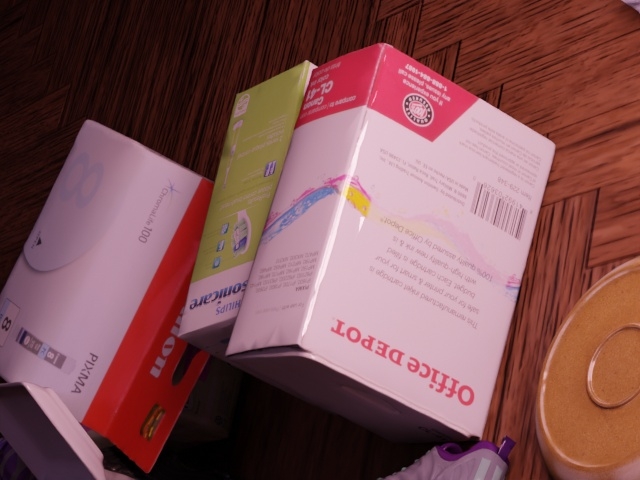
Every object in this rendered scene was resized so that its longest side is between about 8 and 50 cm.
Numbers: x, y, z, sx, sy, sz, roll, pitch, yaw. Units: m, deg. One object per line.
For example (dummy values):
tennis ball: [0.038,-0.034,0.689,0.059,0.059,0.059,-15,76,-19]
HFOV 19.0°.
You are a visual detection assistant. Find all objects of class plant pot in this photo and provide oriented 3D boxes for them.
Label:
plant pot: [0.258,0.108,1.587,0.236,0.032,0.236,-36,38,35]

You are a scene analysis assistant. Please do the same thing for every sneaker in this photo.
sneaker: [0.086,0.234,1.721,0.224,0.083,0.098,-16,31,45]
sneaker: [-0.148,0.294,2.002,0.271,0.100,0.108,18,115,52]

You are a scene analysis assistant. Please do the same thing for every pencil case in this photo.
pencil case: [-0.425,0.303,2.394,0.206,0.086,0.088,-27,25,45]

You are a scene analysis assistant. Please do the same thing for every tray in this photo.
tray: [-0.302,0.206,2.069,0.030,0.145,0.270,-40,10,-21]

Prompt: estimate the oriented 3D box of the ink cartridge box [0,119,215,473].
ink cartridge box: [-0.225,0.051,2.101,0.385,0.091,0.308,26,89,60]

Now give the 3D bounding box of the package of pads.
package of pads: [-0.198,0.133,2.181,0.296,0.101,0.229,-22,48,47]

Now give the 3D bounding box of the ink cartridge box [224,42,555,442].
ink cartridge box: [0.068,0.007,1.763,0.131,0.226,0.306,-10,57,54]

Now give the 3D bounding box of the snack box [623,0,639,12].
snack box: [0.365,-0.318,1.739,0.174,0.070,0.207,-12,58,52]

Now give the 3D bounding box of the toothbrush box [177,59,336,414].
toothbrush box: [0.000,0.000,1.891,0.122,0.206,0.283,-19,49,48]
